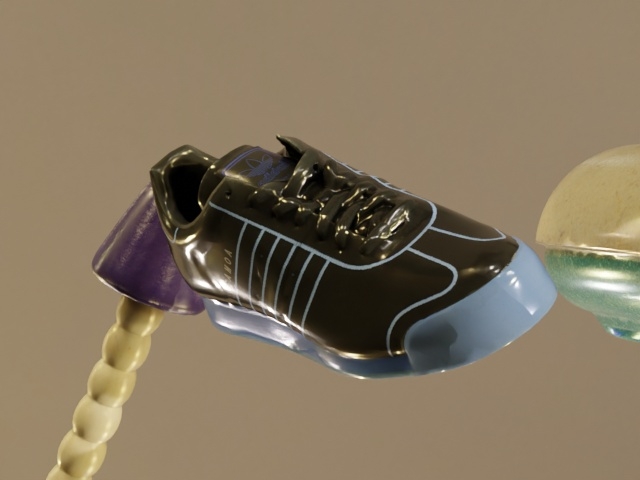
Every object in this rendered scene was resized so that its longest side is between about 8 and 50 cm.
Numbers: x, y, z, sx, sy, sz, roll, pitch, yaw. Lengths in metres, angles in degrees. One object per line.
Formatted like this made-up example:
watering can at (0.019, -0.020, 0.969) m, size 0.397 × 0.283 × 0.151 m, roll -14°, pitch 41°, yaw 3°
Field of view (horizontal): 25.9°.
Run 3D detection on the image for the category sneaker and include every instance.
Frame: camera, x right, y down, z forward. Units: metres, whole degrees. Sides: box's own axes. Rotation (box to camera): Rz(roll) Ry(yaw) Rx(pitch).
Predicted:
sneaker at (0.000, 0.000, 0.633) m, size 0.232 × 0.081 × 0.090 m, roll 2°, pitch -52°, yaw 50°

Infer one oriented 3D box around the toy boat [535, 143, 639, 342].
toy boat at (0.291, 0.030, 0.754) m, size 0.267 × 0.318 × 0.148 m, roll -174°, pitch -90°, yaw -70°

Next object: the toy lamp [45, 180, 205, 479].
toy lamp at (-0.135, 0.094, 0.874) m, size 0.080 × 0.080 × 0.275 m, roll 26°, pitch -82°, yaw 18°
